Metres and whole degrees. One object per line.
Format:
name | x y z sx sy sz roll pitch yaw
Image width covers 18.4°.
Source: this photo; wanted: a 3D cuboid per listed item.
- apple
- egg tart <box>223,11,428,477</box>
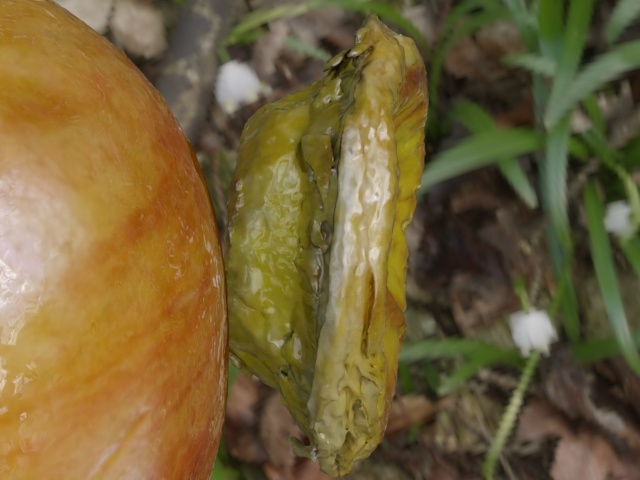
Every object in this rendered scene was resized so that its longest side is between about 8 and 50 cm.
apple | -0.167 0.029 0.724 0.286 0.286 0.233 15 36 25
egg tart | 0.000 0.000 1.244 0.116 0.295 0.294 6 59 8
